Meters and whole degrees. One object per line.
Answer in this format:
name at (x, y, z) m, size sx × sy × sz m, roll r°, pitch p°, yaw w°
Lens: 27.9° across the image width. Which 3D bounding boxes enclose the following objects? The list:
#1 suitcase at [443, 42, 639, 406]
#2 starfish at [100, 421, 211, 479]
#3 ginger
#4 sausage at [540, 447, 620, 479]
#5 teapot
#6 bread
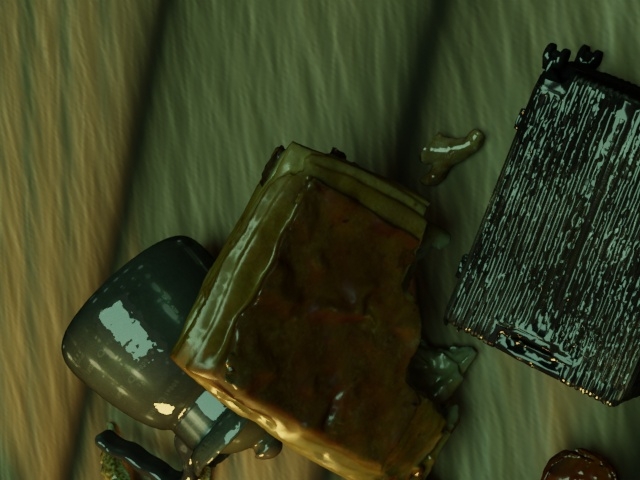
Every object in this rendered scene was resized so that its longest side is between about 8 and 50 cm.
suitcase at (0.301, -0.016, 1.374) m, size 0.230 × 0.152 × 0.335 m, roll 27°, pitch 108°, yaw 24°
starfish at (-0.238, 0.421, 1.726) m, size 0.347 × 0.078 × 0.357 m, roll -38°, pitch 78°, yaw 27°
ginger at (0.147, -0.106, 1.507) m, size 0.048 × 0.030 × 0.097 m, roll 43°, pitch 117°, yaw -13°
sausage at (0.249, 0.383, 1.461) m, size 0.102 × 0.102 × 0.330 m, roll 29°, pitch 106°, yaw 22°
teapot at (-0.177, 0.188, 1.588) m, size 0.285 × 0.223 × 0.305 m, roll 44°, pitch 97°, yaw 9°
bread at (0.017, 0.086, 1.446) m, size 0.191 × 0.370 × 0.314 m, roll 19°, pitch 80°, yaw 60°
